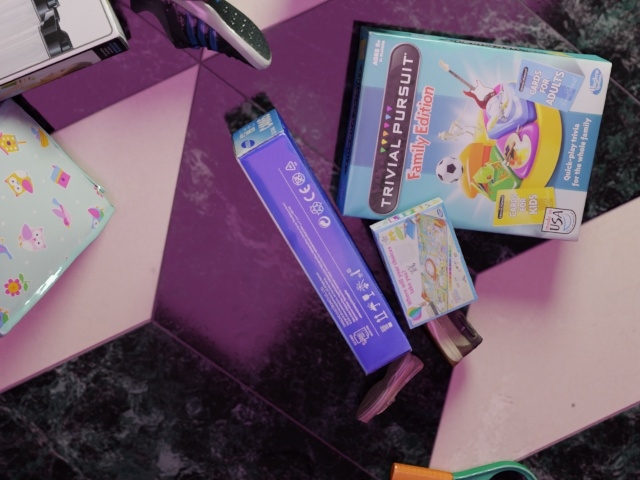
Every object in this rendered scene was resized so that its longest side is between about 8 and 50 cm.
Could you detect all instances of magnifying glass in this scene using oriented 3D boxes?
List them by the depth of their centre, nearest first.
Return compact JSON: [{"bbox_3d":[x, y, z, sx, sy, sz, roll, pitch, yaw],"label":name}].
[{"bbox_3d":[0.217,0.365,2.028,0.231,0.026,0.092,11,104,-9],"label":"magnifying glass"}]

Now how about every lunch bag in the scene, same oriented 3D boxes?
[{"bbox_3d":[-0.421,-0.031,1.772,0.223,0.160,0.262,47,62,-15],"label":"lunch bag"}]

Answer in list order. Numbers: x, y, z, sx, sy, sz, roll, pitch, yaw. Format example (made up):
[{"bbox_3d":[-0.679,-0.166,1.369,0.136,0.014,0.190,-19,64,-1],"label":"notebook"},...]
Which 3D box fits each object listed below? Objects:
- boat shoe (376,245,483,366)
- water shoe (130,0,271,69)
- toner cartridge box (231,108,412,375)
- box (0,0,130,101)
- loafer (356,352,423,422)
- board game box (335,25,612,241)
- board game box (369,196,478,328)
[{"bbox_3d":[0.156,0.072,1.918,0.073,0.080,0.223,-33,106,-9],"label":"boat shoe"},{"bbox_3d":[-0.157,-0.283,1.794,0.203,0.073,0.080,38,120,-11],"label":"water shoe"},{"bbox_3d":[0.000,0.000,1.830,0.075,0.165,0.348,-30,106,2],"label":"toner cartridge box"},{"bbox_3d":[-0.409,-0.272,1.722,0.290,0.087,0.169,-21,86,-1],"label":"box"},{"bbox_3d":[0.102,0.217,1.966,0.039,0.045,0.125,34,96,-21],"label":"loafer"},{"bbox_3d":[0.207,-0.144,1.859,0.336,0.079,0.254,6,104,-9],"label":"board game box"},{"bbox_3d":[0.141,0.031,1.844,0.103,0.026,0.154,-23,109,-5],"label":"board game box"}]
